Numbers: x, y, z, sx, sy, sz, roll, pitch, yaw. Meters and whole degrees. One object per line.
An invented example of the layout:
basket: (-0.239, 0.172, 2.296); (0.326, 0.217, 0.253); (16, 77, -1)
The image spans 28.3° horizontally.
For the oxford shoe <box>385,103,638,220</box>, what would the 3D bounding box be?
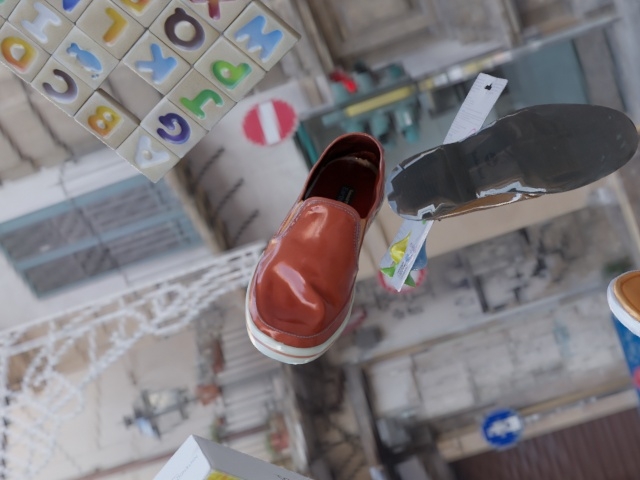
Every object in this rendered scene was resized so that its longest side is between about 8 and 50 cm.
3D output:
oxford shoe: (0.165, -0.066, 1.079); (0.076, 0.212, 0.076); (13, -115, -69)

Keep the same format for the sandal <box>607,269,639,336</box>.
sandal: (0.374, 0.074, 1.083); (0.265, 0.102, 0.076); (32, 134, 32)

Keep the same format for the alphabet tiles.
alphabet tiles: (-0.157, -0.159, 0.865); (0.237, 0.198, 0.009); (38, -134, -13)

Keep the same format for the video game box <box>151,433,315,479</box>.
video game box: (-0.081, 0.254, 0.985); (0.205, 0.187, 0.048); (31, -165, -45)

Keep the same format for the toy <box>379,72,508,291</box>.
toy: (0.142, -0.056, 1.332); (0.056, 0.237, 0.137); (29, -173, -10)

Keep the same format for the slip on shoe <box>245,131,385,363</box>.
slip on shoe: (0.000, 0.000, 1.444); (0.101, 0.123, 0.331); (100, -169, -49)
